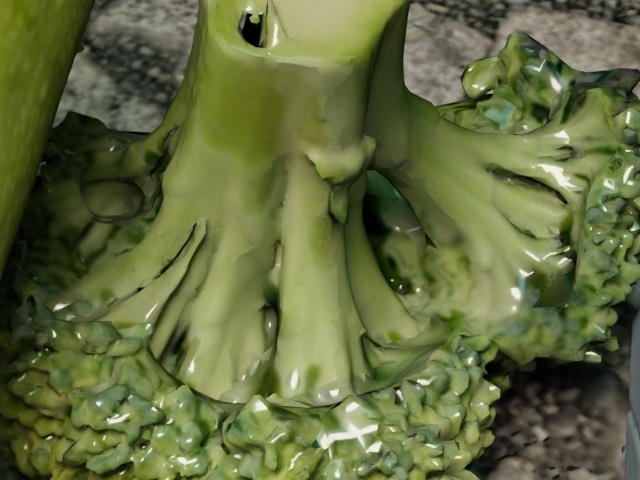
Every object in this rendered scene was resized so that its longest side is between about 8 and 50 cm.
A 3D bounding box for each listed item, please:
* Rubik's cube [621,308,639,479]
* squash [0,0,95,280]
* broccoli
[{"bbox_3d":[0.248,0.085,0.694,0.213,0.265,0.224,8,69,0],"label":"Rubik's cube"},{"bbox_3d":[-0.224,-0.049,0.582,0.263,0.263,0.384,12,68,13],"label":"squash"},{"bbox_3d":[0.003,0.022,0.761,0.375,0.302,0.249,-13,82,-16],"label":"broccoli"}]
